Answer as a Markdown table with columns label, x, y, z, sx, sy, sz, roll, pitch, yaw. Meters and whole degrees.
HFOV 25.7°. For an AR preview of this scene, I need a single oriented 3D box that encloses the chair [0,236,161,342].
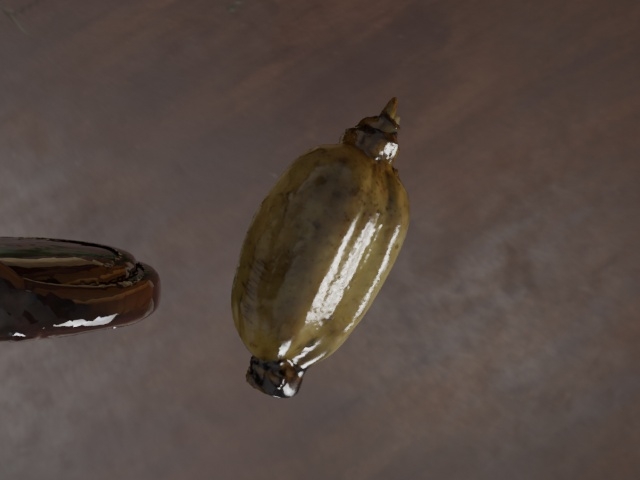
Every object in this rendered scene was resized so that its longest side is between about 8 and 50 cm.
| label | x | y | z | sx | sy | sz | roll | pitch | yaw |
| --- | --- | --- | --- | --- | --- | --- | --- | --- | --- |
| chair | -0.200 | 0.143 | 0.781 | 0.226 | 0.226 | 0.401 | -1 | 95 | -15 |

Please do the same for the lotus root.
| label | x | y | z | sx | sy | sz | roll | pitch | yaw |
| --- | --- | --- | --- | --- | --- | --- | --- | --- | --- |
| lotus root | 0.000 | 0.000 | 0.660 | 0.072 | 0.063 | 0.152 | 25 | 94 | -29 |
